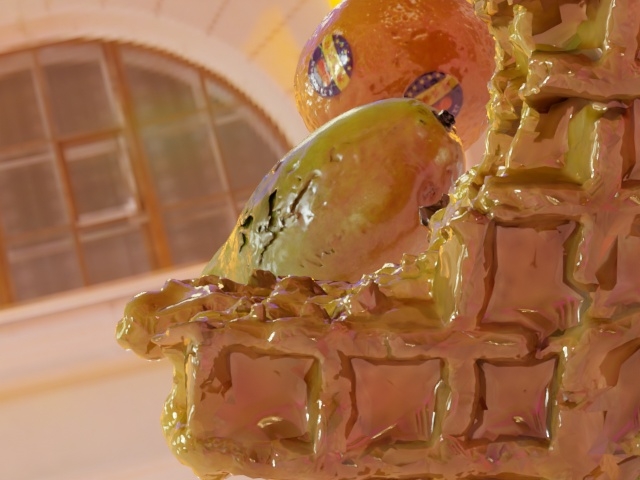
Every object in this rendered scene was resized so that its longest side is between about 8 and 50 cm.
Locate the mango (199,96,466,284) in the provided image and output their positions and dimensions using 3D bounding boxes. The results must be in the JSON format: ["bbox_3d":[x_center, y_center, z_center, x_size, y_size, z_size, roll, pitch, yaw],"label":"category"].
[{"bbox_3d":[0.000,0.000,1.028,0.233,0.111,0.125,-38,-9,34],"label":"mango"}]

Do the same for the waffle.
[{"bbox_3d":[0.085,-0.015,0.642,0.261,0.324,0.151,26,11,-1],"label":"waffle"}]

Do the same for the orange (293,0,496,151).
[{"bbox_3d":[0.065,-0.135,1.374,0.177,0.155,0.177,-18,-25,-9],"label":"orange"}]
